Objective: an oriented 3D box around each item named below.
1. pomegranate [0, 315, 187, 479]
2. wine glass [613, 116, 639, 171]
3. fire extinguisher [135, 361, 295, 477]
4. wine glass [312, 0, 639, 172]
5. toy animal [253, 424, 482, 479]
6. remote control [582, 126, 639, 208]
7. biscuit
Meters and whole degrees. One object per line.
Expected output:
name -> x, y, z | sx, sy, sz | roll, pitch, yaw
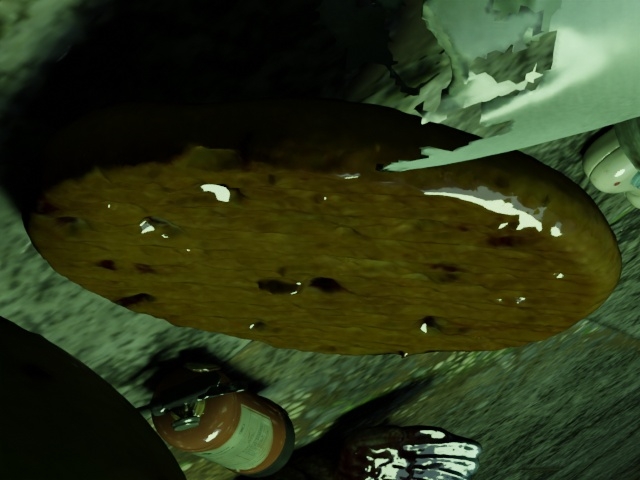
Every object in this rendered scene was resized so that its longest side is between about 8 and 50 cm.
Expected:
pomegranate -> -0.146, 0.107, 0.388 | 0.242, 0.242, 0.306 | -28, 155, -11
wine glass -> 0.216, -0.101, 0.565 | 0.156, 0.156, 0.232 | -25, 164, -18
fire extinguisher -> -0.054, 0.098, 0.766 | 0.062, 0.050, 0.177 | -14, 162, 8
wine glass -> 0.141, -0.124, 0.370 | 0.321, 0.143, 0.143 | -19, 159, -4
toy animal -> 0.020, 0.212, 1.048 | 0.179, 0.116, 0.218 | -8, 156, -49
remote control -> 0.200, -0.051, 0.809 | 0.074, 0.032, 0.122 | -38, 158, 20
biscuit -> 0.000, 0.000, 0.489 | 0.212, 0.036, 0.212 | 6, 160, 2
